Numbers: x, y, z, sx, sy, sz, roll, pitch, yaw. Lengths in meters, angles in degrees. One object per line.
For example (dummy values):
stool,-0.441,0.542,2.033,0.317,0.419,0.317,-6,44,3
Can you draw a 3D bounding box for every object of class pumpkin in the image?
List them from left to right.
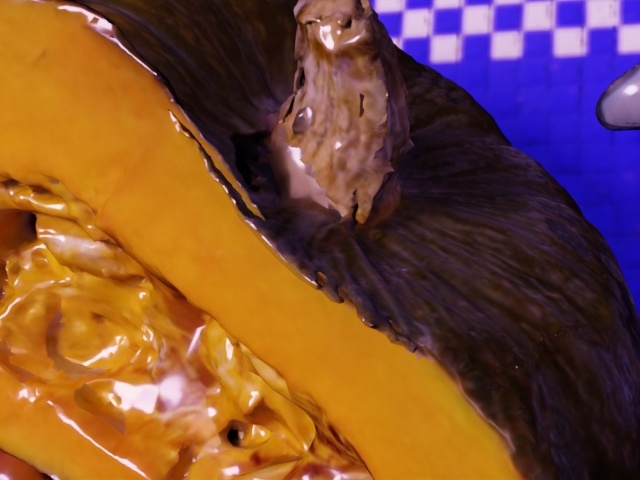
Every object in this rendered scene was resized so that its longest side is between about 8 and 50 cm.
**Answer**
pumpkin,0.000,0.000,0.512,0.325,0.232,0.242,42,128,11

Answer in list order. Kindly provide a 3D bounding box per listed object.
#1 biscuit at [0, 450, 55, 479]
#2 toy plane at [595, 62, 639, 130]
biscuit,-0.197,0.178,0.516,0.318,0.111,0.312,-4,34,-1
toy plane,0.242,-0.026,0.541,0.246,0.078,0.169,43,116,21
